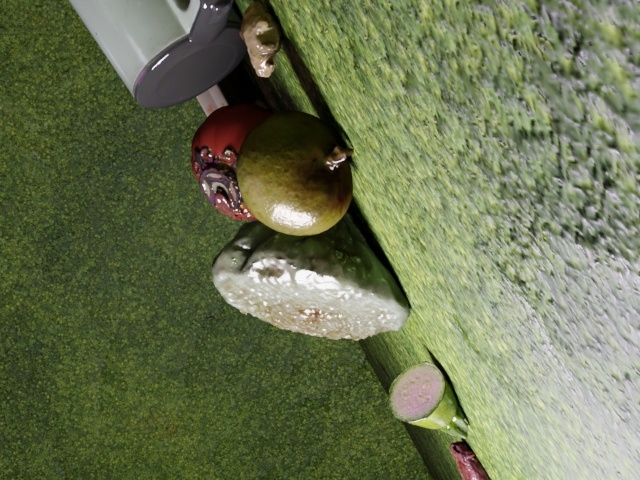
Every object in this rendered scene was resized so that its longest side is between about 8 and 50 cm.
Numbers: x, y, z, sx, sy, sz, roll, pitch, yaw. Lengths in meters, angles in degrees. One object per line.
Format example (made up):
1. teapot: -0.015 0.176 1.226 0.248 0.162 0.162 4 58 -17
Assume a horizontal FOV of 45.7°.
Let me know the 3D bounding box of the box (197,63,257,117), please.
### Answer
1. box: -0.208 -0.326 1.662 0.201 0.058 0.141 -78 -36 -61

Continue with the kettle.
1. kettle: -0.282 -0.451 1.231 0.376 0.250 0.361 58 148 6

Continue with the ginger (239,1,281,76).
1. ginger: -0.076 -0.261 0.985 0.173 0.051 0.069 -93 -20 -87

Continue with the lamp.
1. lamp: -0.135 -0.140 1.398 0.226 0.227 0.227 61 176 6

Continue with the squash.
1. squash: 0.188 0.267 1.218 0.132 0.105 0.105 40 -171 -36

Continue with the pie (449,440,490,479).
1. pie: 0.292 0.446 1.419 0.153 0.038 0.153 63 175 9

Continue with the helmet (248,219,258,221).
1. helmet: -0.121 -0.130 1.619 0.224 0.177 0.305 65 176 -33

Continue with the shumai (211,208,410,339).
1. shumai: 0.000 0.000 1.229 0.309 0.304 0.263 64 -150 -61

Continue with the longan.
1. longan: -0.024 -0.085 0.949 0.176 0.145 0.155 -9 144 44
